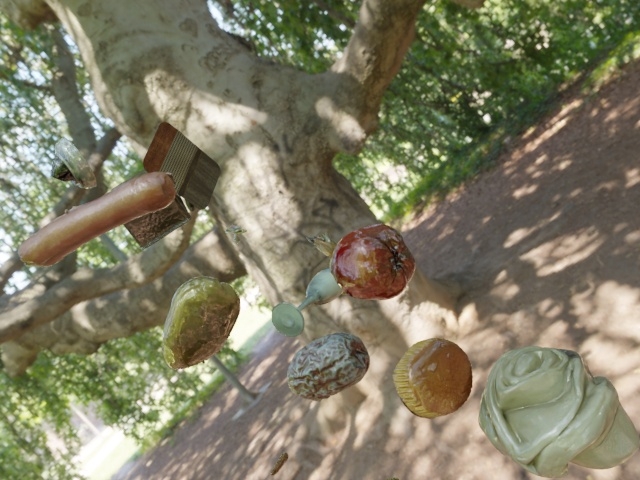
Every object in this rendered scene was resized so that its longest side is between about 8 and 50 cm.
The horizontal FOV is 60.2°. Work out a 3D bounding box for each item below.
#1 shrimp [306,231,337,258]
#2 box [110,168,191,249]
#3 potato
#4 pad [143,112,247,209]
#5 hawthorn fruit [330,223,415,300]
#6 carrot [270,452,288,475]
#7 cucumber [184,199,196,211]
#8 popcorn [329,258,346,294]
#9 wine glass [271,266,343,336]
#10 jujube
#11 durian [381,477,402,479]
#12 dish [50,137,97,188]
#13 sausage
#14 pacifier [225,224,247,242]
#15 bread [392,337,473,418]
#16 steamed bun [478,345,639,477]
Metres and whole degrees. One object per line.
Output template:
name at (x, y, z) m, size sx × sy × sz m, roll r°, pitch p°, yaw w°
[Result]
shrimp at (0.007, -0.001, 1.913) m, size 0.066 × 0.117 × 0.262 m, roll -48°, pitch 35°, yaw -7°
box at (-0.531, -0.112, 1.704) m, size 0.184 × 0.143 × 0.273 m, roll -34°, pitch 29°, yaw -6°
potato at (-0.322, 0.229, 1.474) m, size 0.192 × 0.141 × 0.296 m, roll 10°, pitch -62°, yaw -40°
pad at (-0.352, -0.281, 1.610) m, size 0.055 × 0.250 × 0.323 m, roll 21°, pitch 77°, yaw 45°
hawthorn fruit at (0.110, 0.060, 1.296) m, size 0.202 × 0.185 × 0.185 m, roll -19°, pitch 19°, yaw 43°
carrot at (-0.165, 0.896, 2.209) m, size 0.036 × 0.035 × 0.165 m, roll -42°, pitch -7°, yaw 15°
cucumber at (-0.439, -0.146, 1.878) m, size 0.048 × 0.048 × 0.105 m, roll -47°, pitch -39°, yaw -54°
popcorn at (0.142, 0.096, 2.002) m, size 0.250 × 0.190 × 0.250 m, roll -10°, pitch -29°, yaw -6°
wine glass at (-0.097, 0.147, 1.593) m, size 0.309 × 0.264 × 0.096 m, roll -35°, pitch -48°, yaw -59°
jujube at (0.026, 0.453, 1.986) m, size 0.317 × 0.226 × 0.226 m, roll -30°, pitch 10°, yaw 34°
durian at (0.235, 0.785, 1.612) m, size 0.198 × 0.159 × 0.146 m, roll 21°, pitch 99°, yaw 53°
dish at (-0.632, -0.175, 1.374) m, size 0.078 × 0.141 × 0.141 m, roll -39°, pitch 1°, yaw -27°
sausage at (-0.519, -0.046, 1.275) m, size 0.419 × 0.094 × 0.094 m, roll -25°, pitch -12°, yaw 14°
pacifier at (-0.298, -0.019, 1.938) m, size 0.083 × 0.064 × 0.068 m, roll 7°, pitch 20°, yaw 34°
bread at (0.288, 0.343, 1.383) m, size 0.199 × 0.199 × 0.104 m, roll -45°, pitch 0°, yaw -28°
steamed bun at (0.575, 0.404, 1.407) m, size 0.343 × 0.255 × 0.368 m, roll -13°, pitch 12°, yaw -19°
